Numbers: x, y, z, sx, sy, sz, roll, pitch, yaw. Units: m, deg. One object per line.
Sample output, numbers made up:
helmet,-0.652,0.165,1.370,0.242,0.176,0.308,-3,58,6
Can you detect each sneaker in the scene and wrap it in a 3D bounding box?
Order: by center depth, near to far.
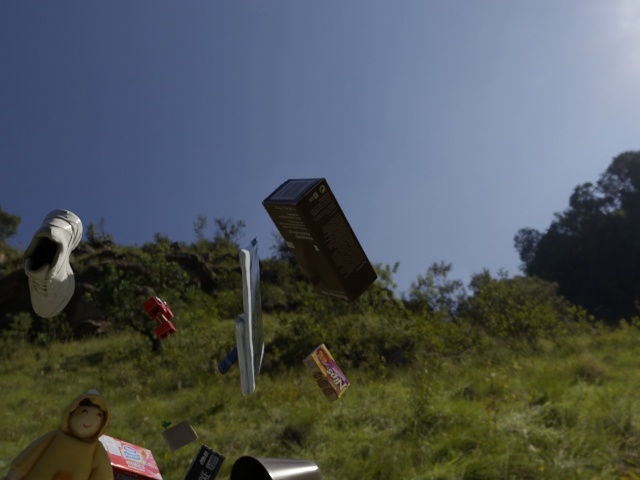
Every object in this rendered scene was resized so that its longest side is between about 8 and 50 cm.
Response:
sneaker,-0.538,0.058,1.000,0.090,0.115,0.232,14,-70,-4

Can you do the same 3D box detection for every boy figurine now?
boy figurine,-0.428,0.394,0.870,0.177,0.285,0.092,27,-32,-13

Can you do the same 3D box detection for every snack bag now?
snack bag,-0.178,0.172,1.301,0.037,0.323,0.342,-3,-85,-1

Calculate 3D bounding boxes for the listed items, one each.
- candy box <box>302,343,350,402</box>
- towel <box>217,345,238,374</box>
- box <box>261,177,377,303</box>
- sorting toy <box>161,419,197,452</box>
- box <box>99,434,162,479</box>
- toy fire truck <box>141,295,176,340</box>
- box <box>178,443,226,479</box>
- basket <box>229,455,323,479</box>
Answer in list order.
candy box,0.022,0.495,1.929,0.053,0.186,0.109,-36,-4,29
towel,-0.372,0.493,2.124,0.119,0.067,0.029,-46,-64,-8
box,0.000,0.000,1.586,0.143,0.191,0.381,-45,-62,-25
sorting toy,-0.320,0.427,1.152,0.062,0.083,0.012,-21,-44,-33
box,-0.608,0.675,1.513,0.122,0.128,0.257,-46,-45,-4
toy fire truck,-0.467,0.234,1.529,0.047,0.135,0.192,-36,-13,-11
box,-0.374,0.716,1.359,0.076,0.242,0.307,30,-49,-2
basket,-0.109,0.694,1.449,0.227,0.204,0.154,20,-77,-47
